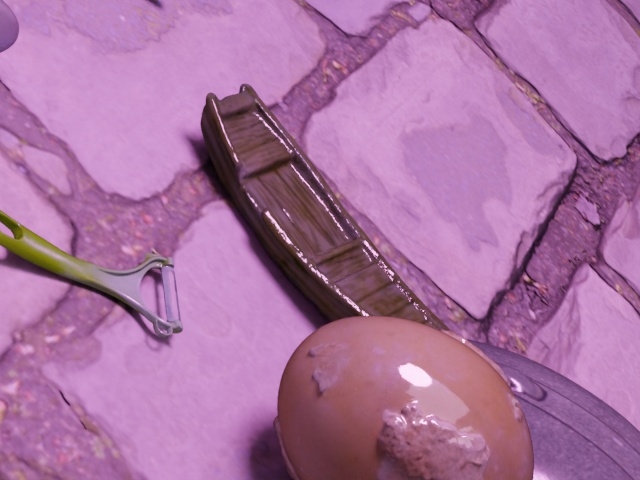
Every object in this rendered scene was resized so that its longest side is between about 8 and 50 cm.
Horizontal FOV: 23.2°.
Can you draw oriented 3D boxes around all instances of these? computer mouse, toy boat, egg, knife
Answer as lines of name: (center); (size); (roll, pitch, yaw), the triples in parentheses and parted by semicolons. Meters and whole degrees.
computer mouse: (0.216, 0.210, 1.244); (0.374, 0.114, 0.203); (50, 33, 5)
toy boat: (0.000, 0.000, 1.261); (0.293, 0.055, 0.093); (50, 36, 12)
egg: (0.060, 0.137, 1.092); (0.201, 0.164, 0.164); (39, 33, -16)
knife: (-0.166, 0.019, 1.083); (0.166, 0.022, 0.078); (24, 33, -35)

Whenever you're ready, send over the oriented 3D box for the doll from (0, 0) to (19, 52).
doll: (-0.316, -0.230, 1.087); (0.258, 0.153, 0.195); (15, 61, -17)
